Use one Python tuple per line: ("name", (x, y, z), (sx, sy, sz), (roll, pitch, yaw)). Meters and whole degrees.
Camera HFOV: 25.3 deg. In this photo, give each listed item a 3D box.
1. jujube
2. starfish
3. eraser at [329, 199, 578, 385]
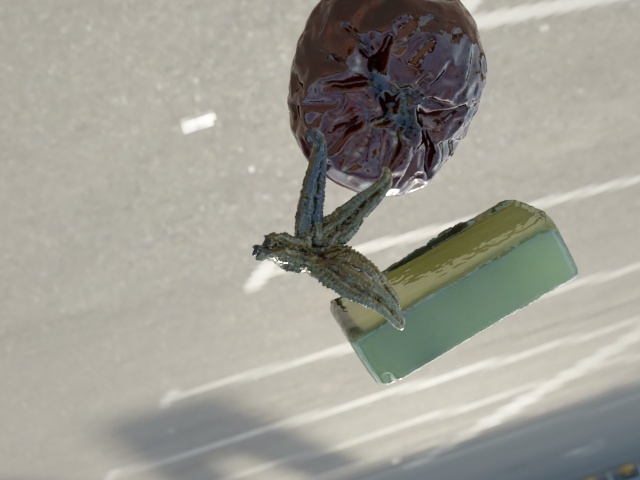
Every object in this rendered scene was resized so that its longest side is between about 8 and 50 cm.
("jujube", (0.073, -0.176, 1.559), (0.213, 0.213, 0.232), (-7, 130, -41))
("starfish", (-0.004, -0.001, 0.871), (0.130, 0.133, 0.041), (-10, 176, -44))
("eraser", (0.097, 0.038, 1.075), (0.172, 0.058, 0.117), (-30, -167, -3))
